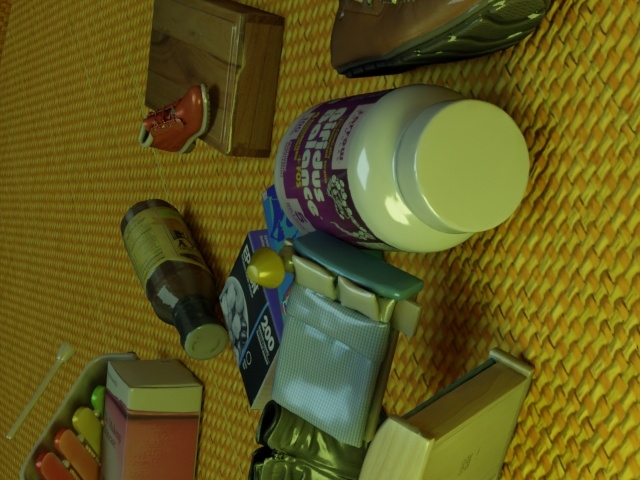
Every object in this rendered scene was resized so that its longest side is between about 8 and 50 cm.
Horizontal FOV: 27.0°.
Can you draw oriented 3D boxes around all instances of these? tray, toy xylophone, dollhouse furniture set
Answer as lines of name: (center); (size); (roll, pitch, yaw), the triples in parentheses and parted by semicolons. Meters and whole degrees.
tray: (-0.175, -0.269, 2.050); (0.411, 0.076, 0.203); (-146, 60, -62)
toy xylophone: (-0.408, 0.319, 2.249); (0.081, 0.236, 0.323); (12, 64, 27)
dollhouse furniture set: (0.009, 0.184, 1.326); (0.303, 0.198, 0.286); (28, 119, 28)

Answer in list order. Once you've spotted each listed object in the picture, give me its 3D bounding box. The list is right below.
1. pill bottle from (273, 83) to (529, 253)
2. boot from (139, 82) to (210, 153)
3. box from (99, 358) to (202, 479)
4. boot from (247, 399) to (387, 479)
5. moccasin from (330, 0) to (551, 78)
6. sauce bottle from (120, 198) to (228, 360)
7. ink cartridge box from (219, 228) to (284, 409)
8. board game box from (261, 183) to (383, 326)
pill bottle: (0.080, -0.072, 1.367); (0.301, 0.169, 0.169); (-179, 90, -66)
boot: (-0.211, -0.176, 1.940); (0.158, 0.084, 0.059); (130, 136, -52)
box: (-0.282, 0.326, 2.198); (0.148, 0.127, 0.232); (-151, 64, -64)
boot: (-0.015, 0.302, 1.569); (0.083, 0.161, 0.246); (-155, 68, -64)
moccasin: (0.112, -0.253, 1.363); (0.380, 0.139, 0.147); (-169, 72, -75)
sauce bottle: (-0.227, 0.063, 2.110); (0.344, 0.111, 0.111); (-123, 41, -49)
ink cartridge box: (-0.074, 0.094, 1.849); (0.208, 0.045, 0.206); (117, 145, -42)
board game box: (0.003, 0.003, 1.638); (0.160, 0.047, 0.210); (-36, 56, 43)
